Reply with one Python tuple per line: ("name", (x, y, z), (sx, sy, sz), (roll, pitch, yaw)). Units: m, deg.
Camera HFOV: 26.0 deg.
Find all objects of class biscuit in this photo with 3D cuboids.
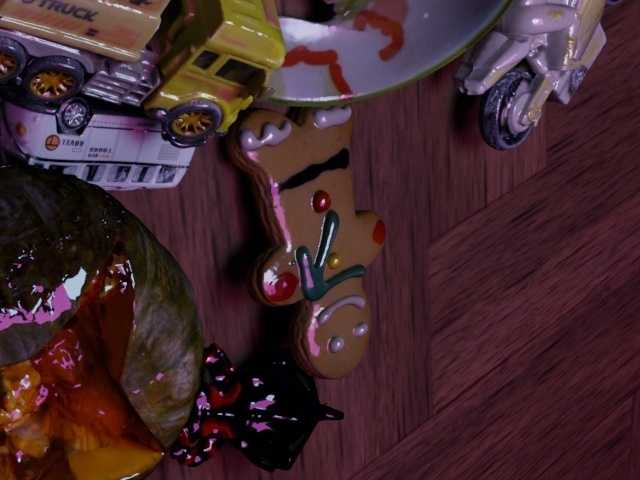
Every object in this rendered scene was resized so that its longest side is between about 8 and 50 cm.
("biscuit", (0.000, 0.000, 1.414), (0.196, 0.049, 0.302), (-24, 112, -41))

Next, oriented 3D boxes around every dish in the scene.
("dish", (0.025, -0.271, 1.250), (0.324, 0.124, 0.324), (-14, 149, -9))

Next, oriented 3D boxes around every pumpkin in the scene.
("pumpkin", (-0.241, 0.090, 1.069), (0.320, 0.192, 0.321), (-16, 127, -23))

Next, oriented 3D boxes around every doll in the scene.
("doll", (-0.079, 0.170, 1.420), (0.248, 0.088, 0.127), (3, 124, -42))

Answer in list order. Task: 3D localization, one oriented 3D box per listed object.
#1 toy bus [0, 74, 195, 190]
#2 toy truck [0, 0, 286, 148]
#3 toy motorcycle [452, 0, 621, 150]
("toy bus", (-0.192, -0.088, 1.160), (0.194, 0.087, 0.089), (-2, 113, -49))
("toy truck", (-0.148, -0.183, 1.054), (0.272, 0.157, 0.124), (15, 51, -40))
("toy motorcycle", (0.263, -0.273, 1.601), (0.341, 0.107, 0.223), (-55, 140, -20))
